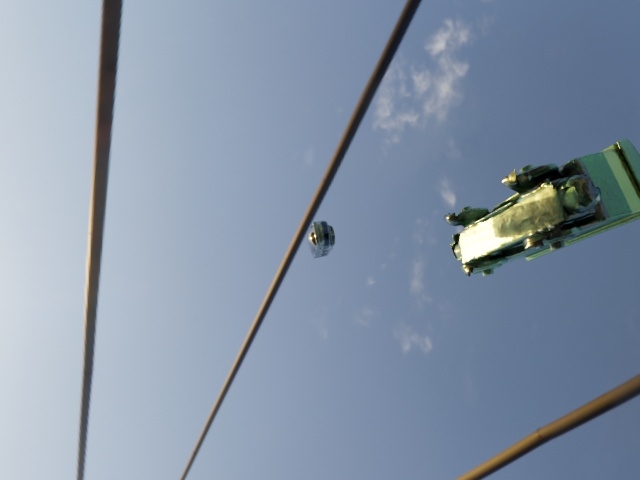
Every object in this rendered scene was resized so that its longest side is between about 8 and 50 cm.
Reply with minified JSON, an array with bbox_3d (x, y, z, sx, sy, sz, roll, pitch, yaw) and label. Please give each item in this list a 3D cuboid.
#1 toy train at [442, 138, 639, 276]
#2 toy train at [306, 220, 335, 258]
[{"bbox_3d":[0.329,-0.033,0.758,0.301,0.202,0.120,133,-59,-66],"label":"toy train"},{"bbox_3d":[0.000,0.000,0.838,0.047,0.207,0.043,-9,-96,-2],"label":"toy train"}]
